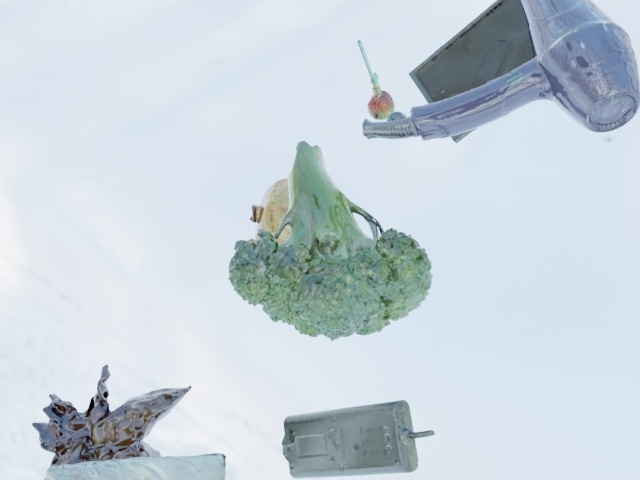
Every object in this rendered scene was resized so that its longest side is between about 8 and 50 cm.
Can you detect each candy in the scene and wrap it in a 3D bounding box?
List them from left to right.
[{"bbox_3d":[0.105,-0.322,1.573,0.061,0.201,0.060,-12,47,13],"label":"candy"}]

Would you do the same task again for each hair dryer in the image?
[{"bbox_3d":[0.219,-0.230,1.060,0.361,0.121,0.301,-22,54,11],"label":"hair dryer"}]

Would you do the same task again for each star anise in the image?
[{"bbox_3d":[-0.327,0.327,1.115,0.346,0.237,0.148,-45,8,-27],"label":"star anise"}]

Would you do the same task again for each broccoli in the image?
[{"bbox_3d":[-0.006,0.034,1.160,0.254,0.186,0.302,-34,48,-20],"label":"broccoli"}]

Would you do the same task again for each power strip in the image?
[{"bbox_3d":[0.048,0.272,1.061,0.034,0.092,0.268,4,-17,-45],"label":"power strip"}]

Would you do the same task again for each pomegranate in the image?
[{"bbox_3d":[-0.050,-0.031,1.663,0.216,0.215,0.215,4,29,-2],"label":"pomegranate"}]

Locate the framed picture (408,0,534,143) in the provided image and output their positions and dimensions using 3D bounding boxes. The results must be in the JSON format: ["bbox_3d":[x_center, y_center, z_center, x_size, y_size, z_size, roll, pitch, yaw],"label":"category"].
[{"bbox_3d":[0.274,-0.290,1.238,0.016,0.250,0.184,32,26,-47],"label":"framed picture"}]

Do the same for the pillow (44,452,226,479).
[{"bbox_3d":[-0.226,0.331,0.972,0.229,0.128,0.051,2,10,-22],"label":"pillow"}]
